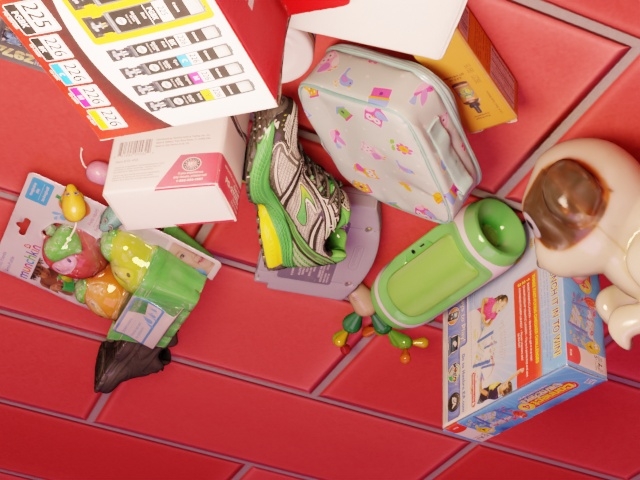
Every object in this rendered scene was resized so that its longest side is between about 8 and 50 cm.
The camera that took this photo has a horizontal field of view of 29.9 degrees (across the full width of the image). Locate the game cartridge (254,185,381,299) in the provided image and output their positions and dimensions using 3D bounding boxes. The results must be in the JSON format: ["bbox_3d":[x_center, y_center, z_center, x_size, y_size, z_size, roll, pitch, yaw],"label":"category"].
[{"bbox_3d":[0.000,0.000,2.059,0.196,0.060,0.294,13,145,-4],"label":"game cartridge"}]

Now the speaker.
[{"bbox_3d":[0.210,0.044,2.025,0.131,0.131,0.296,24,141,-23],"label":"speaker"}]

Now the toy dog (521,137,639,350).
[{"bbox_3d":[0.496,-0.024,1.738,0.407,0.284,0.396,10,114,7],"label":"toy dog"}]

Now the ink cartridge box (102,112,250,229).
[{"bbox_3d":[-0.200,-0.144,1.725,0.171,0.237,0.100,-4,146,14],"label":"ink cartridge box"}]

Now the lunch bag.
[{"bbox_3d":[0.110,-0.149,1.715,0.224,0.108,0.279,19,156,35],"label":"lunch bag"}]

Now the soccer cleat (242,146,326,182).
[{"bbox_3d":[-0.078,-0.117,1.898,0.178,0.060,0.072,7,146,4],"label":"soccer cleat"}]

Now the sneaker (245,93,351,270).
[{"bbox_3d":[-0.030,-0.090,1.804,0.146,0.134,0.344,-1,141,8],"label":"sneaker"}]

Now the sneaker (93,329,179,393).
[{"bbox_3d":[-0.375,0.240,2.416,0.130,0.109,0.286,15,146,-23],"label":"sneaker"}]

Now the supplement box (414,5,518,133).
[{"bbox_3d":[0.193,-0.249,1.655,0.078,0.080,0.233,-14,138,28],"label":"supplement box"}]

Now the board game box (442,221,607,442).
[{"bbox_3d":[0.327,0.139,1.983,0.086,0.308,0.302,23,142,-26],"label":"board game box"}]

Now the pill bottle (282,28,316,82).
[{"bbox_3d":[-0.056,-0.302,1.520,0.112,0.187,0.112,4,145,3],"label":"pill bottle"}]

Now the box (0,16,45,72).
[{"bbox_3d":[-0.363,-0.307,1.671,0.232,0.059,0.183,17,143,-16],"label":"box"}]

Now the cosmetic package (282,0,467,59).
[{"bbox_3d":[-0.013,-0.438,1.198,0.393,0.329,0.327,12,144,-6],"label":"cosmetic package"}]

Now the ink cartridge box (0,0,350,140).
[{"bbox_3d":[-0.149,-0.253,1.085,0.271,0.130,0.309,-9,143,21],"label":"ink cartridge box"}]

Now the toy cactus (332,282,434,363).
[{"bbox_3d":[0.098,0.150,2.229,0.219,0.112,0.180,-10,133,35],"label":"toy cactus"}]

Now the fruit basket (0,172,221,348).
[{"bbox_3d":[-0.384,0.051,2.095,0.353,0.165,0.327,21,142,-15],"label":"fruit basket"}]

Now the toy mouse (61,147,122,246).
[{"bbox_3d":[-0.350,-0.073,1.952,0.143,0.161,0.031,-4,-177,-12],"label":"toy mouse"}]
